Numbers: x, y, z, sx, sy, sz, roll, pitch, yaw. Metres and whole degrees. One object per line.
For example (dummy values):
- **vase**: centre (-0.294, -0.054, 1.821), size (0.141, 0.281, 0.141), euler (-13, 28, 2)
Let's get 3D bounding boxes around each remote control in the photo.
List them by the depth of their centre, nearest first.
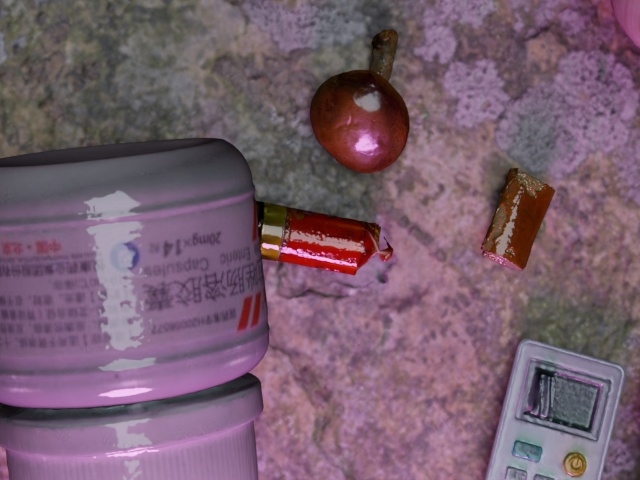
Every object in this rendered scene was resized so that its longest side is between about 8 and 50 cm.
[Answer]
- **remote control**: centre (0.186, 0.239, 1.696), size (0.103, 0.051, 0.293), euler (16, 84, -8)

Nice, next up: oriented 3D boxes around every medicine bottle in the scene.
- **medicine bottle**: centre (-0.163, 0.079, 1.550), size (0.245, 0.245, 0.306), euler (-7, 97, -8)

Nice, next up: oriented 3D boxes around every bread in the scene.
- **bread**: centre (0.174, -0.018, 1.704), size (0.047, 0.036, 0.083), euler (23, 85, -15)

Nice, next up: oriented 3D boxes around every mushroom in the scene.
- **mushroom**: centre (0.037, -0.126, 1.669), size (0.088, 0.073, 0.129), euler (8, 84, 26)

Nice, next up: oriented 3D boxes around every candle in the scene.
- **candle**: centre (0.000, 0.000, 1.672), size (0.131, 0.052, 0.052), euler (9, 88, -9)

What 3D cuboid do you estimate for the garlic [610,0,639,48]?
- **garlic**: centre (0.386, -0.258, 1.616), size (0.322, 0.322, 0.241), euler (-44, 121, -6)
